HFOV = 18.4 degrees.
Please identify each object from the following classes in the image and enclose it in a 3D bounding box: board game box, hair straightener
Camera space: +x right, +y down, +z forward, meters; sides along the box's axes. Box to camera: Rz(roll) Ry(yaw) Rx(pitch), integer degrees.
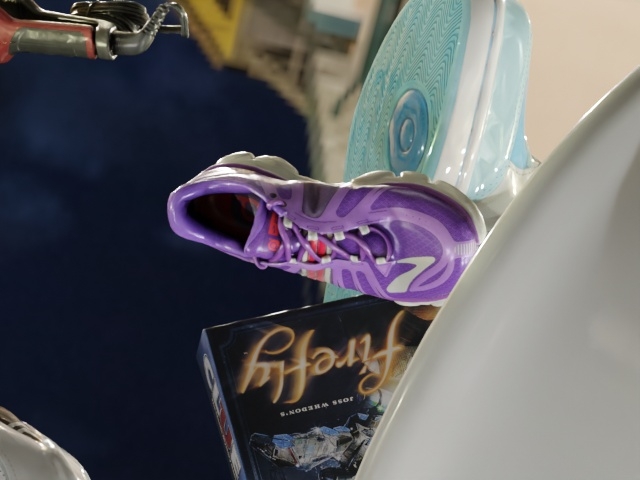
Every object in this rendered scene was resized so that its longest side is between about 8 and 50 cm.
[{"bbox_3d":[0.075,0.100,1.015,0.243,0.042,0.165,-12,-112,-14],"label":"board game box"},{"bbox_3d":[-0.169,-0.148,1.289,0.230,0.047,0.089,3,-159,37],"label":"hair straightener"}]

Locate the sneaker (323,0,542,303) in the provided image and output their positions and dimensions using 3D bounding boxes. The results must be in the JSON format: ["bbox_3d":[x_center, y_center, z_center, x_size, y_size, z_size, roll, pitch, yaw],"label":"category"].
[{"bbox_3d":[0.120,0.000,1.150,0.208,0.319,0.127,2,-153,-19],"label":"sneaker"}]

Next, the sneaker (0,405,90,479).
[{"bbox_3d":[-0.305,0.114,0.986,0.365,0.137,0.210,11,171,14],"label":"sneaker"}]

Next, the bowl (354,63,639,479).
[{"bbox_3d":[0.129,0.099,0.530,0.134,0.298,0.298,25,-148,30],"label":"bowl"}]

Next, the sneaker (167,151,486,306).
[{"bbox_3d":[0.000,0.000,0.981,0.169,0.068,0.071,8,-165,26],"label":"sneaker"}]
